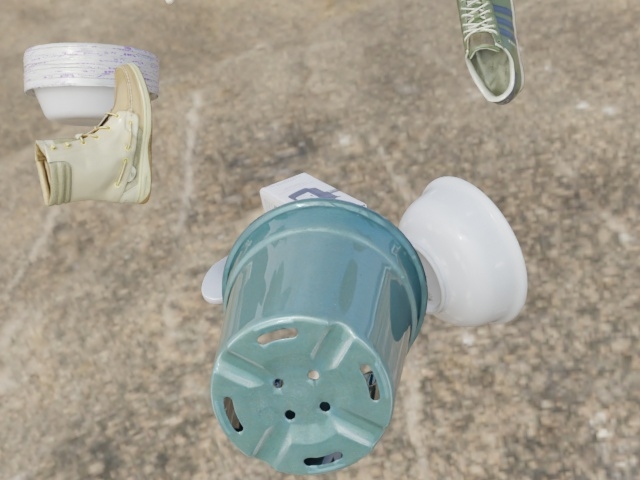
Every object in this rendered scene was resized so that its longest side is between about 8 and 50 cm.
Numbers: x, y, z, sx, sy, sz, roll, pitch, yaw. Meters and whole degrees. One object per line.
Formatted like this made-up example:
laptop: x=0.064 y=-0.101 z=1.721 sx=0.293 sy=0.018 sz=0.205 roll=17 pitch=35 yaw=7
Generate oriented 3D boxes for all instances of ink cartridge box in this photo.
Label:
ink cartridge box: x=0.000 y=0.000 z=1.753 sx=0.100 sy=0.172 sz=0.237 roll=-22 pitch=25 yaw=-20

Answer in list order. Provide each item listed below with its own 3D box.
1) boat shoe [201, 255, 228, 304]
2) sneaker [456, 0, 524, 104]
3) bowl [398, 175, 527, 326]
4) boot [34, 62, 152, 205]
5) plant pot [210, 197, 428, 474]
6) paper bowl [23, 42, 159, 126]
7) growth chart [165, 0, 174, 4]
boat shoe: x=-0.140 y=0.052 z=1.922 sx=0.080 sy=0.076 sz=0.228 roll=25 pitch=54 yaw=19
sneaker: x=0.206 y=-0.257 z=1.251 sx=0.064 sy=0.192 sz=0.086 roll=-11 pitch=19 yaw=25
bowl: x=0.226 y=0.043 z=1.849 sx=0.134 sy=0.298 sz=0.298 roll=-25 pitch=30 yaw=-25
boot: x=-0.415 y=-0.193 z=1.847 sx=0.203 sy=0.262 sz=0.095 roll=-4 pitch=9 yaw=-28
plant pot: x=-0.012 y=0.153 z=1.517 sx=0.341 sy=0.341 sz=0.334 roll=-8 pitch=22 yaw=10
paper bowl: x=-0.485 y=-0.324 z=2.162 sx=0.284 sy=0.148 sz=0.284 roll=-1 pitch=-1 yaw=0
growth chart: x=-0.298 y=-0.554 z=1.834 sx=0.237 sy=0.172 sz=0.021 roll=-68 pitch=12 yaw=-24
